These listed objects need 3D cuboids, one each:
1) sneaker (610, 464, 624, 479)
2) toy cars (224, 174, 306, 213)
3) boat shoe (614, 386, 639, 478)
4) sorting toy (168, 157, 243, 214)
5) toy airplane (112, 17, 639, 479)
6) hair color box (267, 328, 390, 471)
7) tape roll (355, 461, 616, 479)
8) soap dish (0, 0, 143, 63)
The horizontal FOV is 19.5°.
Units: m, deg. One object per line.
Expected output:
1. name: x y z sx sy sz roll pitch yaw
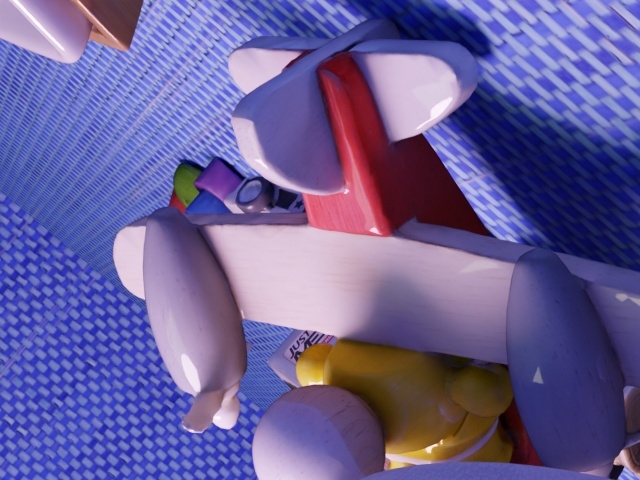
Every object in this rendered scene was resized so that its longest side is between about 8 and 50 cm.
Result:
1. sneaker: 0.133 0.107 1.560 0.146 0.122 0.330 26 162 42
2. toy cars: 0.000 0.000 1.681 0.176 0.087 0.394 34 165 1
3. boat shoe: 0.251 0.157 1.533 0.059 0.063 0.170 25 164 31
4. sorting toy: -0.142 0.005 2.024 0.127 0.126 0.365 40 169 -1
5. toy airplane: 0.039 0.049 1.214 0.384 0.272 0.386 33 154 2
6. hair color box: 0.127 0.212 1.962 0.374 0.113 0.185 33 167 46
7. tape roll: 0.164 0.264 1.145 0.392 0.072 0.392 14 146 10
8. soap dish: -0.269 -0.260 1.420 0.291 0.118 0.229 24 161 52
